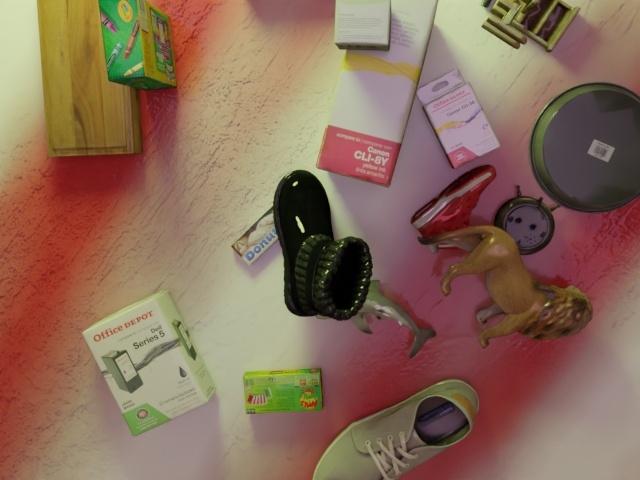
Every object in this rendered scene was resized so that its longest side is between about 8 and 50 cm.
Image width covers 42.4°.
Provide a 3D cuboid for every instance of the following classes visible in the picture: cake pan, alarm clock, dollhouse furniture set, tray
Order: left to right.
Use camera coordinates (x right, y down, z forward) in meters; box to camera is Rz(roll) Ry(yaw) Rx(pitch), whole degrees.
[{"bbox_3d":[-0.524,-0.399,1.868,0.203,0.076,0.411,-2,97,5],"label":"tray"},{"bbox_3d":[0.448,-0.015,1.845,0.129,0.064,0.192,24,101,1],"label":"alarm clock"},{"bbox_3d":[0.458,-0.489,1.698,0.161,0.242,0.212,33,98,0],"label":"dollhouse furniture set"},{"bbox_3d":[0.611,-0.203,1.813,0.293,0.054,0.293,1,97,4],"label":"cake pan"}]

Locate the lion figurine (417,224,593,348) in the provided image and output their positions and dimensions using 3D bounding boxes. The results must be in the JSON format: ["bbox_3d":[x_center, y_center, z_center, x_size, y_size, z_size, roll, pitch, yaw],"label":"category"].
[{"bbox_3d":[0.405,0.087,1.781,0.240,0.142,0.392,-28,118,27],"label":"lion figurine"}]

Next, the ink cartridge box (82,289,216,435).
[{"bbox_3d":[-0.395,0.281,1.912,0.198,0.115,0.273,-26,94,7],"label":"ink cartridge box"}]

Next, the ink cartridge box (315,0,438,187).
[{"bbox_3d":[0.120,-0.319,1.723,0.160,0.279,0.385,15,97,3],"label":"ink cartridge box"}]

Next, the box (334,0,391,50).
[{"bbox_3d":[0.080,-0.400,1.528,0.101,0.102,0.087,3,98,6],"label":"box"}]

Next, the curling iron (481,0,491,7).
[{"bbox_3d":[0.424,-0.632,1.788,0.068,0.035,0.274,30,97,1],"label":"curling iron"}]

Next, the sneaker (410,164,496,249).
[{"bbox_3d":[0.323,-0.064,1.847,0.221,0.087,0.128,-36,101,19],"label":"sneaker"}]

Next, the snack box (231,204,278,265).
[{"bbox_3d":[-0.122,-0.026,1.904,0.178,0.022,0.064,-44,93,7],"label":"snack box"}]

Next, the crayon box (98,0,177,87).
[{"bbox_3d":[-0.381,-0.413,1.752,0.081,0.278,0.165,-5,96,4],"label":"crayon box"}]

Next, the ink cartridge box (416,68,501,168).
[{"bbox_3d":[0.301,-0.271,1.822,0.115,0.067,0.198,-27,93,7],"label":"ink cartridge box"}]

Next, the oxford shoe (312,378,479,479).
[{"bbox_3d":[0.166,0.471,1.887,0.449,0.130,0.169,-34,94,8],"label":"oxford shoe"}]

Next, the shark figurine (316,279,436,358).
[{"bbox_3d":[0.137,0.143,1.870,0.278,0.116,0.166,18,131,10],"label":"shark figurine"}]

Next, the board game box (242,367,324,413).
[{"bbox_3d":[-0.086,0.353,1.933,0.181,0.043,0.092,-4,97,5],"label":"board game box"}]

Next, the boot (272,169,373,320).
[{"bbox_3d":[0.004,0.001,1.756,0.131,0.260,0.348,-6,85,-19],"label":"boot"}]
